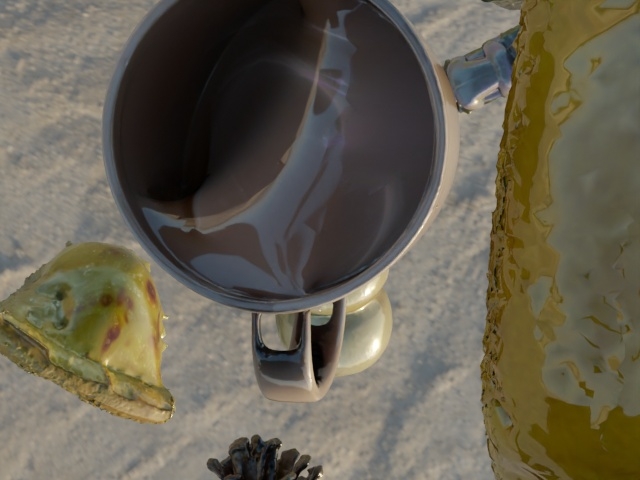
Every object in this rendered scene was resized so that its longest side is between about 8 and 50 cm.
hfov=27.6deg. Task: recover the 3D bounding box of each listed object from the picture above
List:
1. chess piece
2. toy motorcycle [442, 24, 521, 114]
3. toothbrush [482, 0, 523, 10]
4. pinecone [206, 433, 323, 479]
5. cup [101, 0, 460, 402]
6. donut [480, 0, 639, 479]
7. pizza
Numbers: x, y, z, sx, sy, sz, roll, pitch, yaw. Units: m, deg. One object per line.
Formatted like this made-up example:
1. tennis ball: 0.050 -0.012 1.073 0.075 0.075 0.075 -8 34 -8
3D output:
1. chess piece: 0.000 0.000 1.071 0.143 0.143 0.261 -21 124 -20
2. toy motorcycle: 0.191 -0.187 1.447 0.152 0.225 0.073 -26 94 -34
3. toothbrush: 0.211 -0.146 0.657 0.030 0.297 0.030 21 73 -50
4. pinecone: -0.060 0.305 1.390 0.179 0.150 0.195 -16 79 20
5. cup: -0.008 -0.032 0.798 0.192 0.200 0.252 -1 93 11
6. donut: 0.126 -0.012 0.479 0.108 0.277 0.277 6 103 14
7. pizza: -0.221 0.064 1.241 0.080 0.188 0.204 -33 140 33
